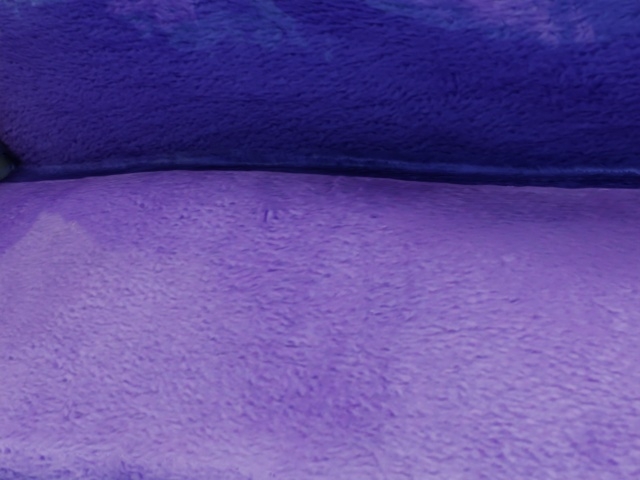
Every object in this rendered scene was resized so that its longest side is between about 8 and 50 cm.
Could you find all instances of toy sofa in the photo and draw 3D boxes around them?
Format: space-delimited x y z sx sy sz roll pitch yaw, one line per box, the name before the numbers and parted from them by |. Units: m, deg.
toy sofa | 0.000 0.000 0.385 0.363 0.150 0.177 3 131 36
